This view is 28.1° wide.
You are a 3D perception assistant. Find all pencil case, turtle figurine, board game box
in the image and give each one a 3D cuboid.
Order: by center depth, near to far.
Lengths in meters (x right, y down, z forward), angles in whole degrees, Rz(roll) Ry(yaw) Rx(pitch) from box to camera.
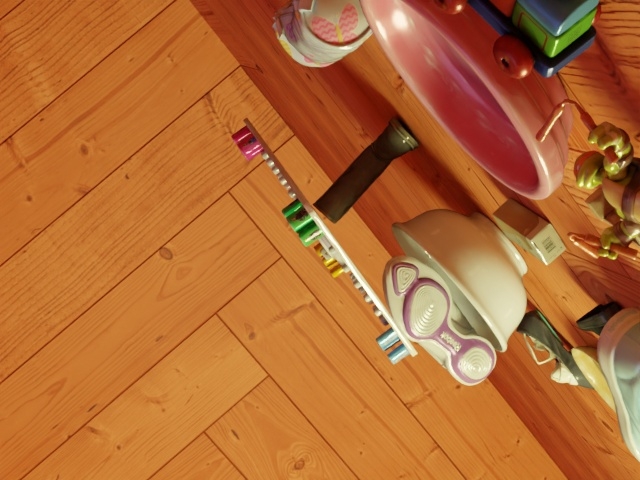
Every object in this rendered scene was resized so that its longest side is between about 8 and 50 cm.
[{"bbox_3d":[0.334,-0.032,1.295,0.217,0.087,0.270,37,161,35],"label":"turtle figurine"},{"bbox_3d":[0.004,-0.327,1.892,0.124,0.114,0.273,28,179,-10],"label":"pencil case"},{"bbox_3d":[0.000,0.000,2.302,0.390,0.050,0.390,54,-179,-34],"label":"board game box"}]

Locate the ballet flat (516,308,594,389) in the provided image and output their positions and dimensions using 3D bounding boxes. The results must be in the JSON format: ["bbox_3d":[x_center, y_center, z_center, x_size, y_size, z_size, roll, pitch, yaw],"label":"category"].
[{"bbox_3d":[0.448,0.223,2.428,0.203,0.074,0.074,48,175,14],"label":"ballet flat"}]

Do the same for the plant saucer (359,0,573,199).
[{"bbox_3d":[0.178,-0.197,1.478,0.332,0.084,0.332,50,177,4],"label":"plant saucer"}]

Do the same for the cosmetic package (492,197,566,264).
[{"bbox_3d":[0.314,-0.014,1.932,0.060,0.041,0.115,52,175,-31],"label":"cosmetic package"}]

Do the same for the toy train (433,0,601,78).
[{"bbox_3d":[0.146,-0.271,1.122,0.248,0.105,0.143,48,165,16],"label":"toy train"}]

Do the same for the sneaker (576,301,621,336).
[{"bbox_3d":[0.440,0.140,1.918,0.089,0.051,0.170,54,173,4],"label":"sneaker"}]

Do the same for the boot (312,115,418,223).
[{"bbox_3d":[0.075,-0.122,2.293,0.076,0.208,0.189,50,176,4],"label":"boot"}]

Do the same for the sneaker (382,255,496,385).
[{"bbox_3d":[0.184,0.134,2.253,0.305,0.114,0.152,52,174,-32],"label":"sneaker"}]

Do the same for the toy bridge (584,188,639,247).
[{"bbox_3d":[0.373,-0.011,1.473,0.063,0.026,0.188,49,176,-23],"label":"toy bridge"}]

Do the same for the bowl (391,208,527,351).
[{"bbox_3d":[0.270,0.044,2.264,0.298,0.134,0.298,49,175,6],"label":"bowl"}]

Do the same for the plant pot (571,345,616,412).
[{"bbox_3d":[0.531,0.268,2.236,0.236,0.032,0.236,49,175,6],"label":"plant pot"}]

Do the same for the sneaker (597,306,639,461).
[{"bbox_3d":[0.499,0.256,1.782,0.366,0.135,0.150,52,178,-36],"label":"sneaker"}]
